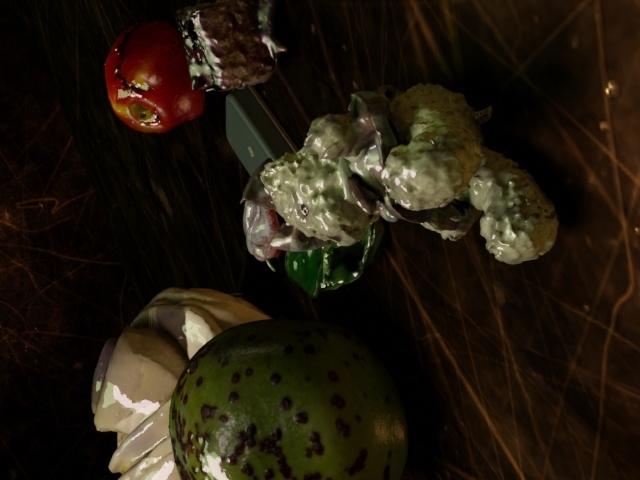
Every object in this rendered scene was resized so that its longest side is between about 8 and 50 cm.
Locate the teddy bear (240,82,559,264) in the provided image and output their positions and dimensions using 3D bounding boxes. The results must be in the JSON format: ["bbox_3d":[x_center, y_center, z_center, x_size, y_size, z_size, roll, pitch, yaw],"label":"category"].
[{"bbox_3d":[0.041,-0.051,0.479,0.133,0.111,0.213,35,158,-35],"label":"teddy bear"}]

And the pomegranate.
[{"bbox_3d":[-0.029,0.206,0.752,0.254,0.254,0.270,108,152,-61],"label":"pomegranate"}]

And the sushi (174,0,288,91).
[{"bbox_3d":[-0.081,-0.187,0.695,0.094,0.098,0.084,-114,11,-71],"label":"sushi"}]

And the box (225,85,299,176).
[{"bbox_3d":[-0.064,-0.101,0.809,0.126,0.031,0.091,56,158,23],"label":"box"}]

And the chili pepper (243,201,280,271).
[{"bbox_3d":[-0.070,-0.020,0.901,0.050,0.041,0.153,14,140,11],"label":"chili pepper"}]

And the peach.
[{"bbox_3d":[-0.217,-0.225,0.973,0.092,0.127,0.172,88,177,-61],"label":"peach"}]

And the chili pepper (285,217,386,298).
[{"bbox_3d":[-0.003,0.001,0.731,0.216,0.062,0.108,139,112,-69],"label":"chili pepper"}]

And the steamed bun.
[{"bbox_3d":[-0.197,0.214,1.019,0.346,0.237,0.394,-54,24,18],"label":"steamed bun"}]
